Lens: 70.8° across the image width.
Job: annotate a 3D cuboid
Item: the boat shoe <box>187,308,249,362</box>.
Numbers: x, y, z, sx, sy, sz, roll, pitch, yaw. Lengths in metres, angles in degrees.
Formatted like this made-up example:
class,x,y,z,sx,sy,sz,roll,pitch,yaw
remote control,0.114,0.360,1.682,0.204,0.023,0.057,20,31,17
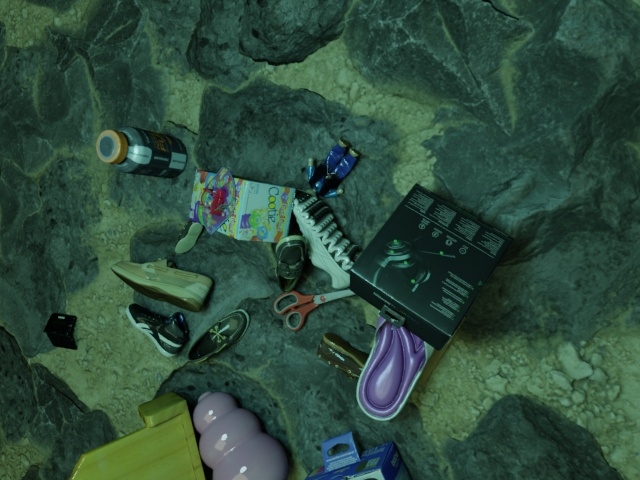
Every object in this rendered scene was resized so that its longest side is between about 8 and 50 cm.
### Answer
class,x,y,z,sx,sy,sz,roll,pitch,yaw
boat shoe,-0.300,0.286,1.320,0.227,0.068,0.081,-43,77,19

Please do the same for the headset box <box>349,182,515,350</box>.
class,x,y,z,sx,sy,sz,roll,pitch,yaw
headset box,0.230,0.062,0.984,0.246,0.131,0.283,32,70,17

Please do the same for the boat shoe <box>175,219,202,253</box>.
class,x,y,z,sx,sy,sz,roll,pitch,yaw
boat shoe,-0.401,-0.015,1.365,0.133,0.048,0.042,-51,46,23

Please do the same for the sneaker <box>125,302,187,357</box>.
class,x,y,z,sx,sy,sz,roll,pitch,yaw
sneaker,-0.495,0.246,1.402,0.217,0.079,0.121,43,104,7

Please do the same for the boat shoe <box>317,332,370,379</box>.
class,x,y,z,sx,sy,sz,roll,pitch,yaw
boat shoe,0.084,0.319,1.164,0.207,0.073,0.073,28,104,26

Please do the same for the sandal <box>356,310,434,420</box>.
class,x,y,z,sx,sy,sz,roll,pitch,yaw
sandal,0.195,0.220,1.047,0.169,0.102,0.417,14,85,16

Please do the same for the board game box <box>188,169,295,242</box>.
class,x,y,z,sx,sy,sz,roll,pitch,yaw
board game box,-0.211,-0.093,1.169,0.275,0.142,0.145,18,100,48

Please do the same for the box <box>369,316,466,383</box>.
class,x,y,z,sx,sy,sz,roll,pitch,yaw
box,0.238,0.227,1.120,0.164,0.021,0.201,32,103,18

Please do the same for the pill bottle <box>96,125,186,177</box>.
class,x,y,z,sx,sy,sz,roll,pitch,yaw
pill bottle,-0.510,-0.251,1.288,0.130,0.245,0.131,1,93,22

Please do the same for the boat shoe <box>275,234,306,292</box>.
class,x,y,z,sx,sy,sz,roll,pitch,yaw
boat shoe,-0.075,0.065,1.150,0.080,0.224,0.074,-4,61,-14

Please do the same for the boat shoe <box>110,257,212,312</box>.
class,x,y,z,sx,sy,sz,roll,pitch,yaw
boat shoe,-0.484,0.118,1.378,0.340,0.122,0.110,17,62,18

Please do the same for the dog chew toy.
class,x,y,z,sx,sy,sz,roll,pitch,yaw
dog chew toy,-0.236,0.565,1.246,0.207,0.206,0.332,-48,67,17

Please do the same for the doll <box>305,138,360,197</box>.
class,x,y,z,sx,sy,sz,roll,pitch,yaw
doll,0.017,-0.175,1.180,0.129,0.046,0.189,42,113,6

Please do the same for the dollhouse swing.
class,x,y,z,sx,sy,sz,roll,pitch,yaw
dollhouse swing,-0.487,0.648,1.220,0.315,0.304,0.347,-21,84,60

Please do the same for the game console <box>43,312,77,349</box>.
class,x,y,z,sx,sy,sz,roll,pitch,yaw
game console,-0.916,0.324,1.610,0.122,0.071,0.107,2,63,22

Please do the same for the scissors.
class,x,y,z,sx,sy,sz,roll,pitch,yaw
scissors,-0.011,0.149,1.193,0.297,0.021,0.109,-34,79,33

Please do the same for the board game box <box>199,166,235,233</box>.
class,x,y,z,sx,sy,sz,roll,pitch,yaw
board game box,-0.265,-0.099,1.096,0.168,0.033,0.133,-34,62,41

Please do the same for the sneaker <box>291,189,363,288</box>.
class,x,y,z,sx,sy,sz,roll,pitch,yaw
sneaker,0.000,0.000,1.158,0.118,0.110,0.292,-40,86,35

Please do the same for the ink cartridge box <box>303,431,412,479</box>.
class,x,y,z,sx,sy,sz,roll,pitch,yaw
ink cartridge box,0.115,0.694,1.123,0.270,0.151,0.396,-29,83,20
